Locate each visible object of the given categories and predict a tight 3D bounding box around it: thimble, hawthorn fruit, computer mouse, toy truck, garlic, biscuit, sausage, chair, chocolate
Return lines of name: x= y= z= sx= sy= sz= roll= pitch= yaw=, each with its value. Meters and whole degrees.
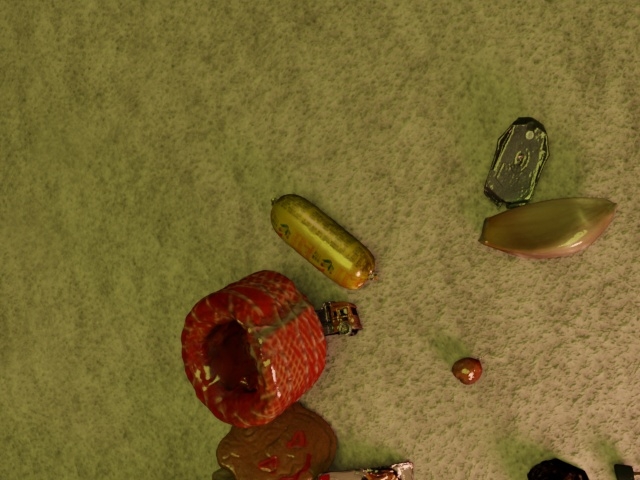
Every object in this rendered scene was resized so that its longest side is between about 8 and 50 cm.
thimble: x=-0.161 y=0.264 z=1.786 sx=0.350 sy=0.230 sz=0.350 roll=16 pitch=117 yaw=35
hawthorn fruit: x=0.366 y=0.299 z=1.781 sx=0.067 sy=0.067 sz=0.103 roll=44 pitch=86 yaw=15
computer mouse: x=0.470 y=-0.183 z=1.778 sx=0.126 sy=0.071 sz=0.231 roll=15 pitch=101 yaw=3
toy truck: x=0.004 y=0.209 z=1.879 sx=0.192 sy=0.083 sz=0.092 roll=-13 pitch=78 yaw=16
garlic: x=0.527 y=-0.023 z=1.728 sx=0.318 sy=0.112 sz=0.143 roll=-6 pitch=62 yaw=22
biscuit: x=-0.103 y=0.515 z=1.830 sx=0.273 sy=0.049 sz=0.257 roll=-35 pitch=67 yaw=-31
sausage: x=0.000 y=0.000 z=1.873 sx=0.347 sy=0.123 sz=0.123 roll=39 pitch=97 yaw=15
chair: x=0.761 y=0.556 z=1.633 sx=0.221 sy=0.104 sz=0.095 roll=5 pitch=105 yaw=14
chocolate: x=0.535 y=0.584 z=1.674 sx=0.156 sy=0.133 sz=0.156 roll=-1 pitch=88 yaw=17

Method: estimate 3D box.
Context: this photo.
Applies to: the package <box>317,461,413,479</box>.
package: x=0.113 y=0.626 z=1.803 sx=0.239 sy=0.030 sz=0.154 roll=-4 pitch=94 yaw=-6

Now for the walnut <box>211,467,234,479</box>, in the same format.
walnut: x=-0.177 y=0.647 z=1.856 sx=0.230 sy=0.178 sz=0.178 roll=28 pitch=94 yaw=16
